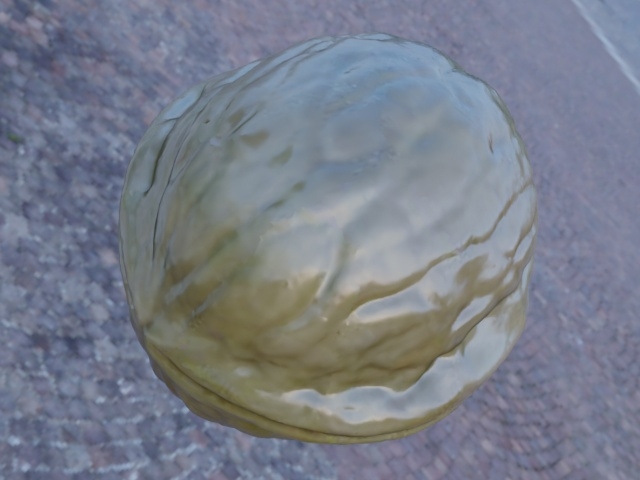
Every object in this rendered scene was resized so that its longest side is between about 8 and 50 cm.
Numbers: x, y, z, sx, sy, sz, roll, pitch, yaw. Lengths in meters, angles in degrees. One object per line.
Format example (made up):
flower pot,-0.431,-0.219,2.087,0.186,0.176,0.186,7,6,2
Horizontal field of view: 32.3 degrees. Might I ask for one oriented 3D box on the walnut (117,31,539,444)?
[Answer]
walnut,0.000,0.000,0.568,0.228,0.228,0.228,36,25,-20
